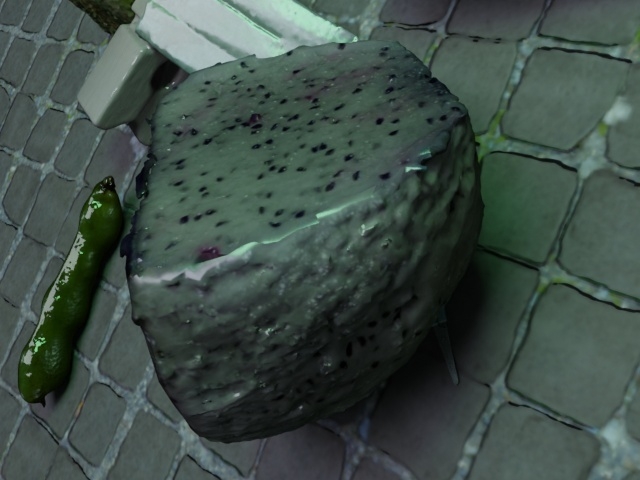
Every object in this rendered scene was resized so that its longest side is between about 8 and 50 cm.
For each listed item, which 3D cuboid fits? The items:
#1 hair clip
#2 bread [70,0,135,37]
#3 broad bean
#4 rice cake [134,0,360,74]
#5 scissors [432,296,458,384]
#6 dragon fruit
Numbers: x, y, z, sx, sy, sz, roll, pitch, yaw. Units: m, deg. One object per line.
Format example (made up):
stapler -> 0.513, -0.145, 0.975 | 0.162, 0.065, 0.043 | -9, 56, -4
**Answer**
hair clip -> -0.126, -0.247, 0.763 | 0.330, 0.101, 0.085 | -51, 56, 13
bread -> -0.200, -0.329, 0.824 | 0.102, 0.138, 0.196 | 18, 85, 30
broad bean -> -0.264, 0.053, 0.787 | 0.053, 0.052, 0.256 | -173, 104, -76
rice cake -> -0.064, -0.182, 0.674 | 0.211, 0.038, 0.124 | 31, 98, 11
scissors -> 0.088, 0.066, 0.539 | 0.036, 0.006, 0.083 | -28, 58, 29
dragon fruit -> 0.000, 0.000, 0.518 | 0.221, 0.203, 0.283 | -18, 35, 3
